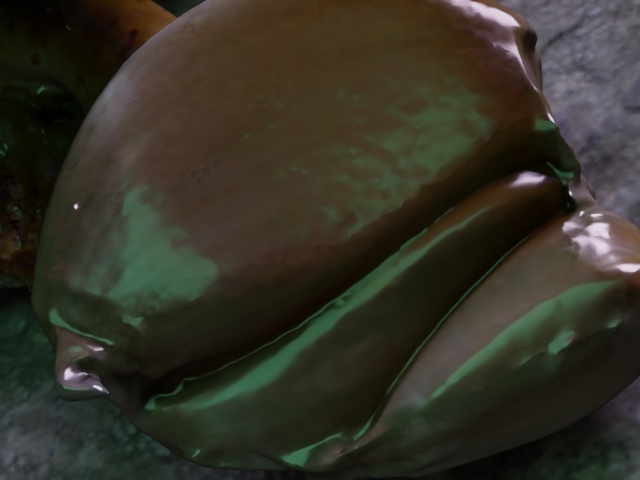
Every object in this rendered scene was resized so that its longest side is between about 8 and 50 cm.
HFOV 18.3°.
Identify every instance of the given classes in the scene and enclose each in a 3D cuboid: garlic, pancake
[{"bbox_3d":[0.000,0.000,0.782,0.228,0.110,0.217,-20,67,-5],"label":"garlic"},{"bbox_3d":[-0.152,-0.023,0.926,0.244,0.057,0.266,-39,45,-3],"label":"pancake"}]
